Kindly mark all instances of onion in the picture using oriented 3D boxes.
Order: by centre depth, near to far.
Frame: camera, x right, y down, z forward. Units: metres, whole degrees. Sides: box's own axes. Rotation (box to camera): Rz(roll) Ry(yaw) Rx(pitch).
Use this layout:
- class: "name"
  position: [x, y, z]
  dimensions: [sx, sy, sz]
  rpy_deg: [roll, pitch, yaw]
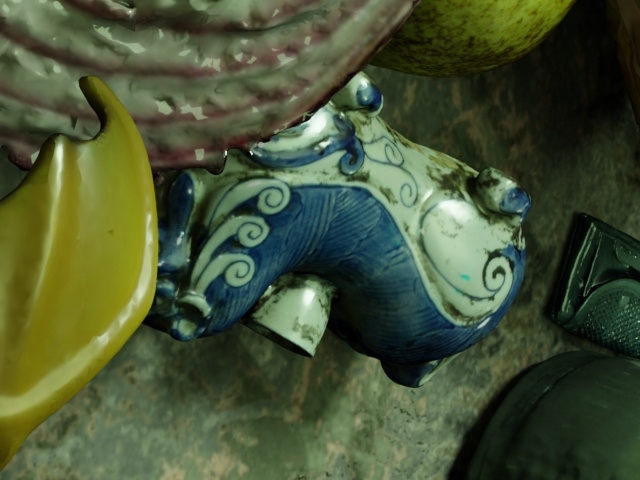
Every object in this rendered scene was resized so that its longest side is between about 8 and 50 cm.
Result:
- class: "onion"
  position: [-0.108, -0.183, 0.912]
  dimensions: [0.280, 0.146, 0.314]
  rpy_deg: [-43, 128, 13]

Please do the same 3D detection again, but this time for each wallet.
- class: "wallet"
  position: [0.227, 0.038, 1.385]
  dimensions: [0.129, 0.026, 0.088]
  rpy_deg: [23, 81, -44]

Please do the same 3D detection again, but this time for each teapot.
- class: "teapot"
  position: [0.227, 0.190, 1.267]
  dimensions: [0.321, 0.239, 0.239]
  rpy_deg: [43, 67, -39]

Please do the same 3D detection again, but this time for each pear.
- class: "pear"
  position: [0.061, -0.187, 1.063]
  dimensions: [0.197, 0.197, 0.197]
  rpy_deg: [-11, 105, -43]

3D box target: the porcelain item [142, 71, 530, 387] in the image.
- class: "porcelain item"
  position: [0.000, 0.000, 1.083]
  dimensions: [0.288, 0.138, 0.186]
  rpy_deg: [32, 85, -42]

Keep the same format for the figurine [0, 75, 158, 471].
- class: "figurine"
  position: [-0.282, 0.072, 0.728]
  dimensions: [0.401, 0.268, 0.387]
  rpy_deg: [4, 82, -55]

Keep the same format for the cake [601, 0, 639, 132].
- class: "cake"
  position: [0.334, -0.193, 1.191]
  dimensions: [0.293, 0.307, 0.314]
  rpy_deg: [-90, 162, -55]
